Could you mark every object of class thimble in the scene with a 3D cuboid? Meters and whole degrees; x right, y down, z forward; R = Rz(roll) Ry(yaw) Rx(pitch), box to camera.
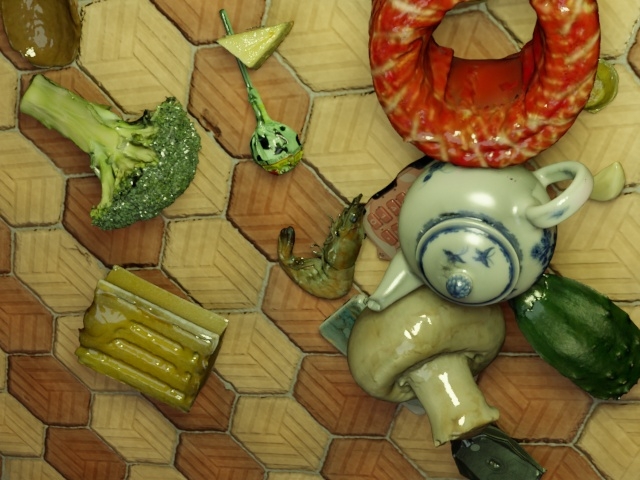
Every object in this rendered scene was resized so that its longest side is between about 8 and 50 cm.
[{"bbox_3d":[0.230,-0.298,1.392,0.350,0.230,0.350,5,131,6],"label":"thimble"}]

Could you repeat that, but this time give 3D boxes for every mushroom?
[{"bbox_3d":[0.204,0.213,1.705,0.297,0.298,0.290,-49,52,37],"label":"mushroom"}]

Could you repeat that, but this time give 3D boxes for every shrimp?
[{"bbox_3d":[0.000,0.000,1.802,0.169,0.058,0.296,25,136,9],"label":"shrimp"}]

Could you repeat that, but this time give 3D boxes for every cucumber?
[{"bbox_3d":[0.447,0.165,1.652,0.145,0.105,0.325,-29,129,31],"label":"cucumber"}]

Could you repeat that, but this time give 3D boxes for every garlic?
[{"bbox_3d":[0.468,-0.091,1.579,0.083,0.041,0.053,-31,102,42],"label":"garlic"}]

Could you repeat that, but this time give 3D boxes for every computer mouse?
[{"bbox_3d":[0.358,0.443,1.958,0.231,0.071,0.126,38,113,-19],"label":"computer mouse"}]

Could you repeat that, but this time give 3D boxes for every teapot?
[{"bbox_3d":[0.242,-0.002,1.513,0.424,0.280,0.252,-30,109,34],"label":"teapot"}]

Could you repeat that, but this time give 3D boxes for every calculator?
[{"bbox_3d":[0.217,-0.049,1.702,0.220,0.048,0.330,46,128,-13],"label":"calculator"}]

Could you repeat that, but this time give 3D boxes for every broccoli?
[{"bbox_3d":[-0.406,-0.168,1.778,0.362,0.221,0.251,16,120,24],"label":"broccoli"}]

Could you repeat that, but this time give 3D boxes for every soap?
[{"bbox_3d":[-0.357,0.207,2.029,0.281,0.143,0.259,28,132,2],"label":"soap"}]

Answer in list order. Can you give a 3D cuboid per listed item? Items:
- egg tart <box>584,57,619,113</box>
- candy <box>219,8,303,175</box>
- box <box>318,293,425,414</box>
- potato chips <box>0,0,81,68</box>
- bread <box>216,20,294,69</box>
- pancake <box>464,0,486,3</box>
[{"bbox_3d":[0.413,-0.242,1.500,0.105,0.039,0.105,9,123,14],"label":"egg tart"},{"bbox_3d":[-0.112,-0.259,1.680,0.091,0.083,0.305,-10,110,28],"label":"candy"},{"bbox_3d":[0.138,0.231,1.918,0.285,0.044,0.142,41,131,-7],"label":"box"},{"bbox_3d":[-0.501,-0.408,1.735,0.150,0.049,0.201,6,122,13],"label":"potato chips"},{"bbox_3d":[-0.108,-0.344,1.592,0.080,0.084,0.109,42,103,-2],"label":"bread"},{"bbox_3d":[0.228,-0.426,1.458,0.140,0.022,0.139,9,124,14],"label":"pancake"}]
